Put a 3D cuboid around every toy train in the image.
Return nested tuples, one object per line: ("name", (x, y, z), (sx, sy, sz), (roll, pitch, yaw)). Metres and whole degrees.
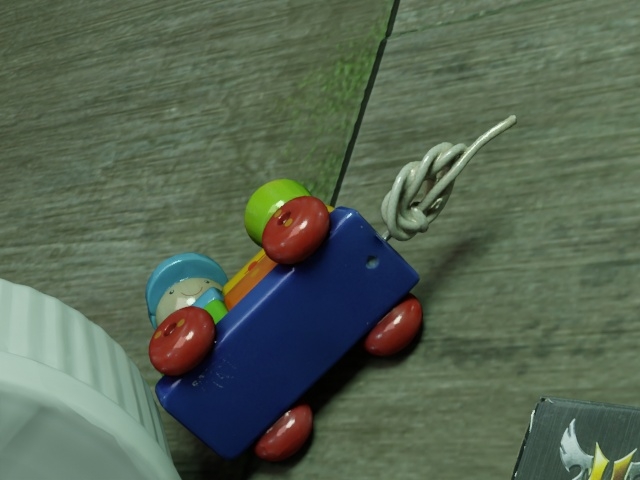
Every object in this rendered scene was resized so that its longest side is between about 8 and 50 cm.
("toy train", (0.000, 0.000, 0.846), (0.248, 0.105, 0.143), (-44, 28, 2))

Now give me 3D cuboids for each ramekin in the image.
("ramekin", (-0.201, 0.140, 0.776), (0.273, 0.273, 0.127), (-34, 29, 13))

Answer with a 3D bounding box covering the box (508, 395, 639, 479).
("box", (0.205, 0.128, 0.501), (0.231, 0.183, 0.056), (3, 62, 41))
